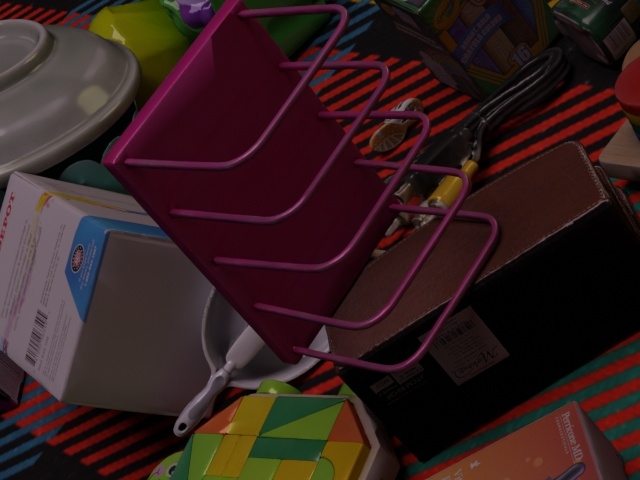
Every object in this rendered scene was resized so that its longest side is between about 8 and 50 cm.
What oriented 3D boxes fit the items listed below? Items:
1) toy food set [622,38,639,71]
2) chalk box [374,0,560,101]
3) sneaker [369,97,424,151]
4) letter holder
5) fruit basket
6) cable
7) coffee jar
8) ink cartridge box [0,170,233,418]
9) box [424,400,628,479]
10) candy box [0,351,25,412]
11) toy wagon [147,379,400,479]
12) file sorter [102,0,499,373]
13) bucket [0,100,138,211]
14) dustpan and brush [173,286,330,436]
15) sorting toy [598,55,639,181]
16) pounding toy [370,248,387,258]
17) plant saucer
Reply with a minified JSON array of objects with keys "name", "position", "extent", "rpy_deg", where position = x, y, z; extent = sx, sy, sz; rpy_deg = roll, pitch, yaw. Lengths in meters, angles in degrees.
[{"name":"toy food set","position":[0.361,-0.196,1.785],"extent":[0.082,0.020,0.083],"rpy_deg":[-39,35,5]},{"name":"chalk box","position":[0.154,-0.284,1.914],"extent":[0.132,0.213,0.132],"rpy_deg":[-46,35,-5]},{"name":"sneaker","position":[0.089,-0.137,1.989],"extent":[0.083,0.032,0.037],"rpy_deg":[-43,20,-10]},{"name":"letter holder","position":[0.162,0.031,1.626],"extent":[0.302,0.152,0.214],"rpy_deg":[-33,34,13]},{"name":"fruit basket","position":[-0.215,-0.318,2.300],"extent":[0.392,0.283,0.392],"rpy_deg":[-15,32,10]},{"name":"cable","position":[0.172,-0.104,1.869],"extent":[0.287,0.072,0.139],"rpy_deg":[-42,15,-21]},{"name":"coffee jar","position":[0.352,-0.286,1.840],"extent":[0.184,0.079,0.096],"rpy_deg":[-44,35,-3]},{"name":"ink cartridge box","position":[-0.243,0.059,1.895],"extent":[0.270,0.197,0.198],"rpy_deg":[27,103,54]},{"name":"box","position":[0.182,0.243,1.428],"extent":[0.170,0.091,0.130],"rpy_deg":[-31,36,16]},{"name":"candy box","position":[-0.460,0.136,2.191],"extent":[0.159,0.071,0.233],"rpy_deg":[-24,38,24]},{"name":"toy wagon","position":[-0.079,0.261,1.685],"extent":[0.344,0.068,0.267],"rpy_deg":[-3,50,43]},{"name":"file sorter","position":[-0.001,-0.044,1.480],"extent":[0.182,0.291,0.202],"rpy_deg":[7,55,48]},{"name":"bucket","position":[-0.335,-0.067,2.128],"extent":[0.281,0.183,0.281],"rpy_deg":[-12,32,8]},{"name":"dustpan and brush","position":[-0.088,0.126,1.796],"extent":[0.211,0.147,0.060],"rpy_deg":[-50,6,9]},{"name":"sorting toy","position":[0.423,-0.168,1.613],"extent":[0.257,0.089,0.255],"rpy_deg":[12,56,49]},{"name":"pounding toy","position":[0.000,0.000,1.871],"extent":[0.141,0.100,0.130],"rpy_deg":[-31,19,-1]},{"name":"plant saucer","position":[-0.429,-0.188,2.096],"extent":[0.400,0.100,0.400],"rpy_deg":[-13,31,8]}]
